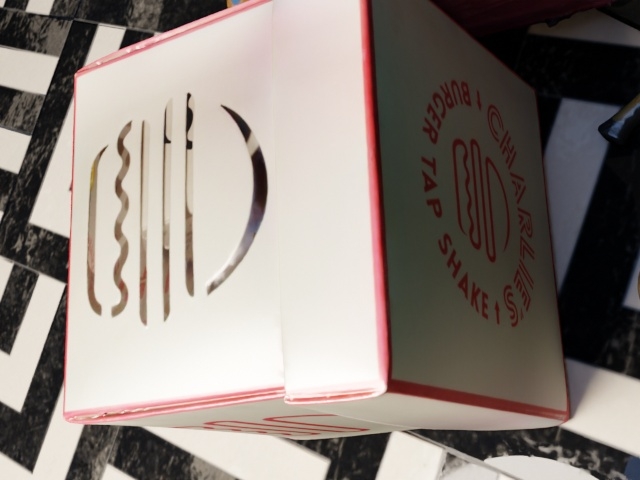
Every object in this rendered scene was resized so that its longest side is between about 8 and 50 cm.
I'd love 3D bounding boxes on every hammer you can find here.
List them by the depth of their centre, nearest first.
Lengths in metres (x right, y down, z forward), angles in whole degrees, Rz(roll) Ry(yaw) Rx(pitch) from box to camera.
[{"bbox_3d":[0.312,-0.158,0.800,0.201,0.021,0.078,-44,57,15],"label":"hammer"}]

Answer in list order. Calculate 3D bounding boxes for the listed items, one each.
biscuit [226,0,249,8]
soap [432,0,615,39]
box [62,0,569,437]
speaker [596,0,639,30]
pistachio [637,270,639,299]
[{"bbox_3d":[0.035,-0.333,1.028,0.324,0.049,0.205,10,82,34],"label":"biscuit"},{"bbox_3d":[0.143,-0.250,0.774,0.325,0.220,0.127,-12,83,34],"label":"soap"},{"bbox_3d":[0.000,0.000,0.791,0.300,0.312,0.314,-12,71,32],"label":"box"},{"bbox_3d":[0.237,-0.238,0.859,0.191,0.046,0.040,40,107,35],"label":"speaker"},{"bbox_3d":[0.320,0.058,0.677,0.129,0.131,0.206,-34,54,-27],"label":"pistachio"}]
